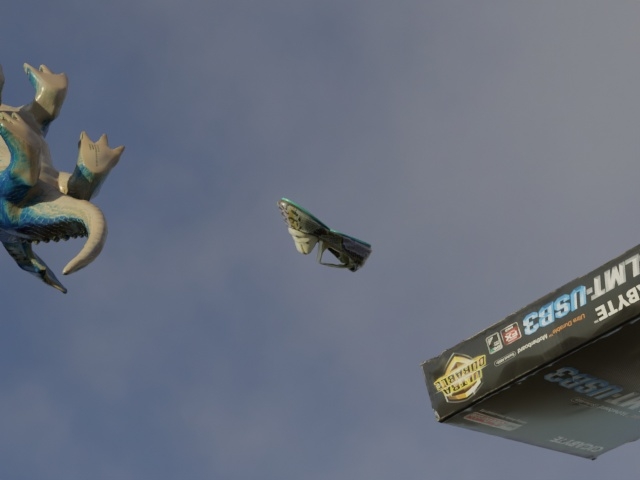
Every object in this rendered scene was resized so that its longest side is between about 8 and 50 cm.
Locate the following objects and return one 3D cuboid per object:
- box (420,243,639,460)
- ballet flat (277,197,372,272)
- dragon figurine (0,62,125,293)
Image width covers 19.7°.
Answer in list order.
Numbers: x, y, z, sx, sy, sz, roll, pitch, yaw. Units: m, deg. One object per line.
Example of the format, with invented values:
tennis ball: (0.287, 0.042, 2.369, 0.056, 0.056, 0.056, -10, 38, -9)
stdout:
box: (0.296, 0.109, 1.759, 0.293, 0.073, 0.295, -32, -32, 28)
ballet flat: (0.000, 0.000, 1.706, 0.114, 0.041, 0.041, 29, -49, -34)
dragon figurine: (-0.192, -0.018, 1.124, 0.085, 0.289, 0.144, 7, -61, -38)
